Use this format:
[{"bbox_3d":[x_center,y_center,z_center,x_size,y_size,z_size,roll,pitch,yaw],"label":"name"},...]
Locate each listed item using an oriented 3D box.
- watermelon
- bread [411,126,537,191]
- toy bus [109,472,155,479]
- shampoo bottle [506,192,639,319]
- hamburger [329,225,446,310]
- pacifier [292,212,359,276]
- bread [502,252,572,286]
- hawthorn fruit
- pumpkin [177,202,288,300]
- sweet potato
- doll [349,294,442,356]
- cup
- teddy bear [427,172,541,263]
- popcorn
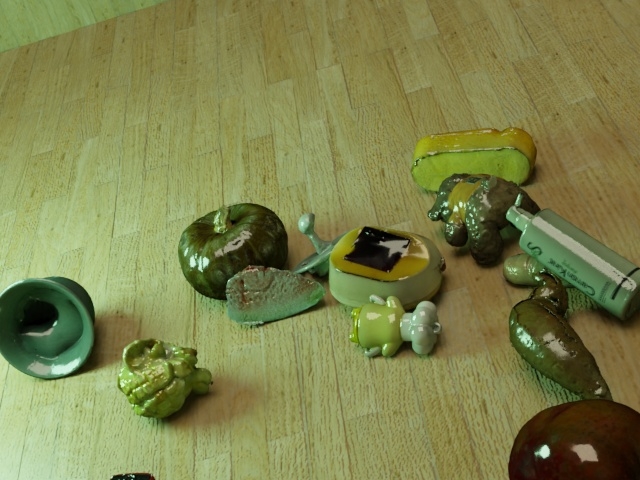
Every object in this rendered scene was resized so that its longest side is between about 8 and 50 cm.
[{"bbox_3d":[-0.081,0.093,2.175,0.180,0.094,0.081,0,33,-1],"label":"watermelon"},{"bbox_3d":[0.295,-0.160,2.330,0.245,0.102,0.094,-5,38,24],"label":"bread"},{"bbox_3d":[-0.299,0.437,1.779,0.081,0.089,0.195,-7,35,19],"label":"toy bus"},{"bbox_3d":[0.408,0.023,1.946,0.085,0.085,0.262,-38,59,-26],"label":"shampoo bottle"},{"bbox_3d":[0.115,0.053,2.112,0.210,0.116,0.173,10,51,31],"label":"hamburger"},{"bbox_3d":[0.000,0.000,2.235,0.150,0.117,0.127,-33,7,4],"label":"pacifier"},{"bbox_3d":[0.408,0.042,2.025,0.214,0.053,0.073,0,34,27],"label":"bread"},{"bbox_3d":[0.329,0.312,1.563,0.248,0.208,0.208,-7,31,50],"label":"hawthorn fruit"},{"bbox_3d":[-0.167,0.009,2.268,0.218,0.162,0.219,-13,29,7],"label":"pumpkin"},{"bbox_3d":[0.351,0.147,1.851,0.124,0.098,0.310,8,31,-15],"label":"sweet potato"},{"bbox_3d":[0.126,0.144,2.003,0.162,0.062,0.106,0,79,29],"label":"doll"},{"bbox_3d":[-0.497,0.140,2.254,0.199,0.199,0.150,-11,17,12],"label":"cup"},{"bbox_3d":[0.283,-0.063,2.175,0.177,0.140,0.190,-38,29,-21],"label":"teddy bear"},{"bbox_3d":[-0.274,0.236,2.040,0.141,0.162,0.136,-10,64,55],"label":"popcorn"}]
